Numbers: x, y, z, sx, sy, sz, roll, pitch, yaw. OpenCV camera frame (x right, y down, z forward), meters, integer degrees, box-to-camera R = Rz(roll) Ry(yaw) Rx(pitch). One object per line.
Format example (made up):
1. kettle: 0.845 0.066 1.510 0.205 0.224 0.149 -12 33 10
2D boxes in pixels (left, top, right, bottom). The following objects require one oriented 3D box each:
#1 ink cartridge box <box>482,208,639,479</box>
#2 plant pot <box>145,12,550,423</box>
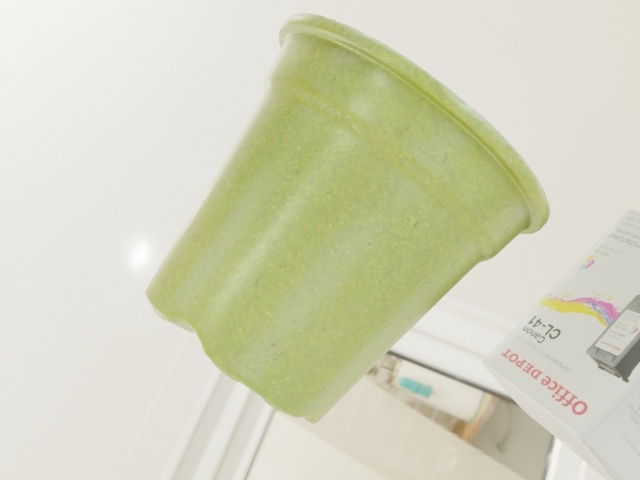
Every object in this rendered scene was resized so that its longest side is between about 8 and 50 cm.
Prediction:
1. ink cartridge box: 0.398 0.128 1.015 0.306 0.131 0.226 -44 26 -4
2. plant pot: 0.000 0.000 0.659 0.254 0.276 0.276 -51 -5 -4
